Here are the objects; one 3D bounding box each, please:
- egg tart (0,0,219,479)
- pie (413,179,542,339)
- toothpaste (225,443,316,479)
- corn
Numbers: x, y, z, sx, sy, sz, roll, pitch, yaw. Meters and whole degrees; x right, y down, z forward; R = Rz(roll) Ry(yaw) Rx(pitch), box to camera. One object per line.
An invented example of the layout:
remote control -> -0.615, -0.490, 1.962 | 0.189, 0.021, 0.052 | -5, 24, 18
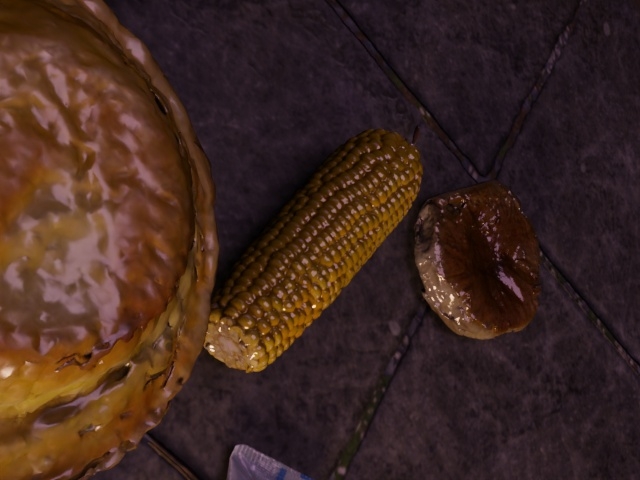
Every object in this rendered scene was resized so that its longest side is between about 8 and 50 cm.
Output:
egg tart -> -0.236, -0.027, 0.703 | 0.443, 0.178, 0.443 | 12, 71, -38
pie -> 0.182, 0.024, 1.127 | 0.195, 0.046, 0.195 | 10, 74, -38
toothpaste -> -0.065, 0.327, 0.839 | 0.114, 0.073, 0.299 | 33, 53, -29
corn -> 0.000, 0.000, 0.947 | 0.101, 0.101, 0.310 | 51, 58, -18
